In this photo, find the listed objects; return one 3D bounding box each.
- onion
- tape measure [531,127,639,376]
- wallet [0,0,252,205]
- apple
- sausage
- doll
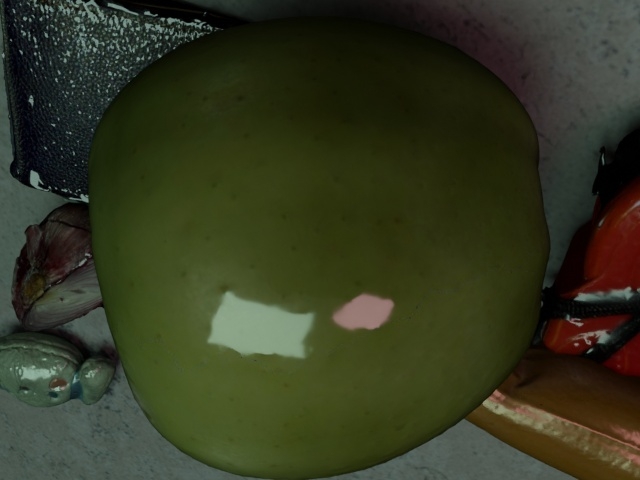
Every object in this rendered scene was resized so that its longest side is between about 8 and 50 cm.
[{"bbox_3d":[-0.256,0.015,1.045,0.206,0.151,0.098,-34,73,35],"label":"onion"},{"bbox_3d":[0.318,0.019,0.781,0.253,0.114,0.260,18,131,9],"label":"tape measure"},{"bbox_3d":[-0.175,-0.130,0.925,0.262,0.071,0.221,15,125,8],"label":"wallet"},{"bbox_3d":[0.000,0.000,0.746,0.357,0.357,0.357,12,129,15],"label":"apple"},{"bbox_3d":[0.224,0.149,0.909,0.354,0.134,0.116,25,128,4],"label":"sausage"},{"bbox_3d":[-0.348,0.160,1.215,0.214,0.072,0.103,1,138,13],"label":"doll"}]
